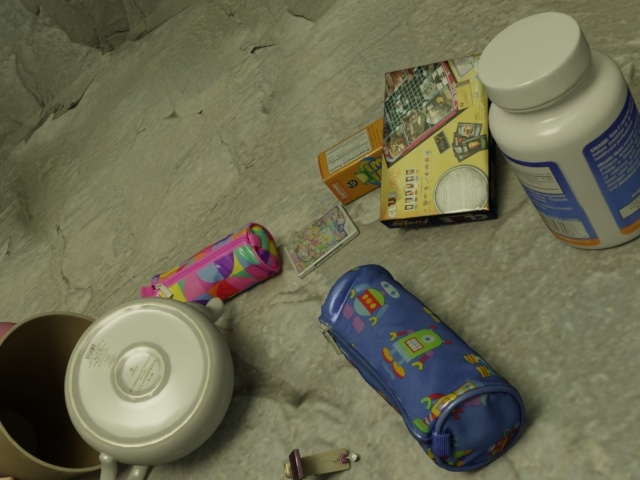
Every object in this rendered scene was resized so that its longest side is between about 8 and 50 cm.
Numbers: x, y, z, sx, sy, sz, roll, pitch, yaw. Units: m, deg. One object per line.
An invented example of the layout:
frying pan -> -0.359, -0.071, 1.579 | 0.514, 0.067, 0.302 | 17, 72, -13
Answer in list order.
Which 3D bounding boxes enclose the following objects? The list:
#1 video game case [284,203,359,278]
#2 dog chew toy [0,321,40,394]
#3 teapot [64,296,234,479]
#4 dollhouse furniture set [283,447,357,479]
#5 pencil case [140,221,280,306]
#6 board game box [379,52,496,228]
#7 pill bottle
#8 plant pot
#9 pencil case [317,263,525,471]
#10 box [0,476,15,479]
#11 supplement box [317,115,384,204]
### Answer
video game case -> 0.000, 0.000, 1.193 | 0.122, 0.011, 0.087 | -38, 37, 7
dog chew toy -> -0.609, 0.245, 1.367 | 0.331, 0.206, 0.207 | -14, 46, 22
teapot -> -0.237, 0.219, 1.067 | 0.256, 0.187, 0.252 | -24, 65, -4
dollhouse furniture set -> 0.010, 0.314, 0.889 | 0.081, 0.091, 0.114 | -6, 64, -16
pencil case -> -0.183, 0.059, 1.231 | 0.236, 0.104, 0.104 | -29, 40, 17
board game box -> 0.172, -0.145, 1.064 | 0.165, 0.042, 0.243 | -5, 72, 28
pill bottle -> 0.288, -0.123, 0.836 | 0.152, 0.272, 0.152 | -24, 42, 23
plant pot -> -0.464, 0.287, 1.175 | 0.274, 0.256, 0.256 | -35, 36, 35
pencil case -> 0.103, 0.142, 0.873 | 0.133, 0.119, 0.306 | -20, 33, -18
box -> -0.584, 0.470, 1.092 | 0.300, 0.142, 0.154 | -10, 41, 10
supplement box -> 0.113, -0.151, 1.182 | 0.233, 0.078, 0.080 | -27, 43, 21
